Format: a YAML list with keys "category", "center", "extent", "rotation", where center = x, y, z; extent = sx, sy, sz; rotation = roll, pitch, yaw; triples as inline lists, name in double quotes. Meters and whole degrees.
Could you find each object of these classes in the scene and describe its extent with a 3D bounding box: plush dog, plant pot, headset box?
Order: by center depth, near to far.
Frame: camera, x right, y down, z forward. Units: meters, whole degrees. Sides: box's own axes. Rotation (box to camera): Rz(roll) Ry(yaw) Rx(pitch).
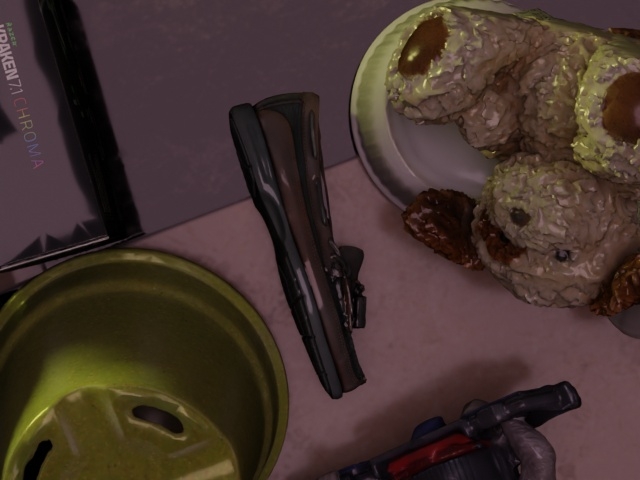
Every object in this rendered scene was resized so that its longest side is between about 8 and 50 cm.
- category: "plush dog"
  center: [0.190, -0.056, 1.550]
  extent: [0.262, 0.211, 0.225]
  rotation: [19, 106, 30]
- category: "plant pot"
  center: [-0.156, 0.165, 1.567]
  extent: [0.276, 0.254, 0.276]
  rotation: [-1, 101, -4]
- category: "headset box"
  center: [-0.255, -0.099, 1.570]
  extent: [0.131, 0.283, 0.246]
  rotation: [-16, 92, -2]

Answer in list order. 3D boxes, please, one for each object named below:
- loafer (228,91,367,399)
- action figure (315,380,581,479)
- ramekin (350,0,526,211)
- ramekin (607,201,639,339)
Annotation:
- category: "loafer"
  center: [0.000, 0.000, 1.679]
  extent: [0.084, 0.096, 0.267]
  rotation: [-19, 89, -8]
- category: "action figure"
  center: [0.066, 0.256, 1.594]
  extent: [0.341, 0.330, 0.178]
  rotation: [-27, 85, 29]
- category: "ramekin"
  center: [0.130, -0.112, 1.672]
  extent: [0.207, 0.109, 0.207]
  rotation: [0, 90, -2]
- category: "ramekin"
  center: [0.330, -0.045, 1.612]
  extent: [0.127, 0.273, 0.272]
  rotation: [8, 90, -15]
